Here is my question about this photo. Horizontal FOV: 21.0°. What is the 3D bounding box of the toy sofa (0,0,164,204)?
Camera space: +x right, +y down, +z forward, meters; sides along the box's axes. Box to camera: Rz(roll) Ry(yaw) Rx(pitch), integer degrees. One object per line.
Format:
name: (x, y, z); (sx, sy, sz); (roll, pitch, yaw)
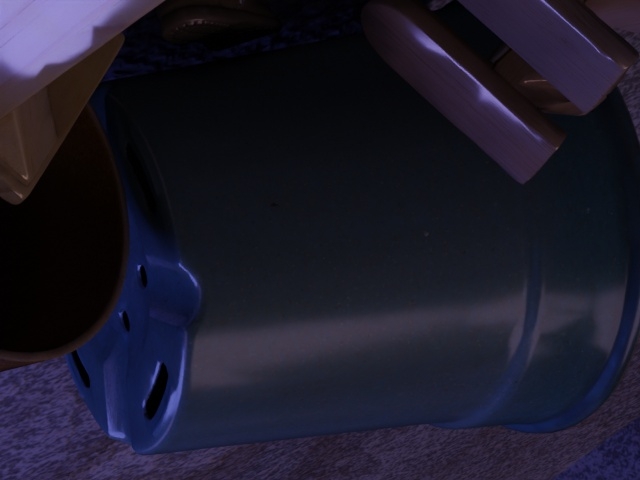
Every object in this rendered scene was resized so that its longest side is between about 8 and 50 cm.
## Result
toy sofa: (-0.100, -0.176, 0.861); (0.362, 0.177, 0.150); (-27, -151, 45)

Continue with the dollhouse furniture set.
dollhouse furniture set: (0.178, -0.290, 0.944); (0.362, 0.256, 0.394); (-46, 176, -17)

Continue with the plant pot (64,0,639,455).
plant pot: (0.000, 0.000, 1.230); (0.334, 0.341, 0.341); (-9, 151, -29)

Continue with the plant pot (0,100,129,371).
plant pot: (-0.290, -0.002, 1.069); (0.254, 0.237, 0.237); (-23, 164, 33)

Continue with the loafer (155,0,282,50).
loafer: (-0.068, -0.161, 1.171); (0.056, 0.050, 0.148); (-15, 178, 17)
